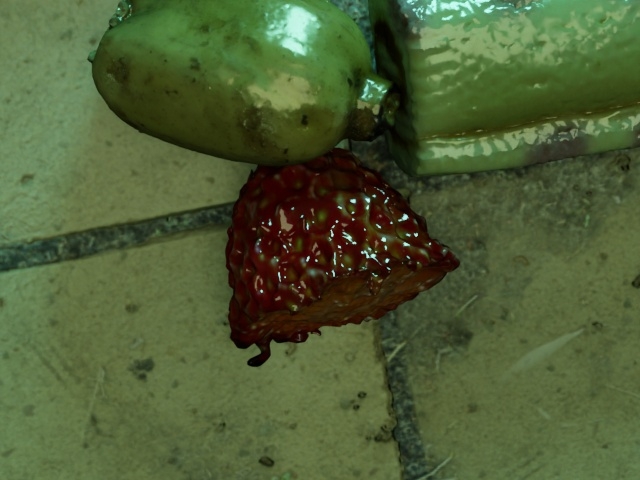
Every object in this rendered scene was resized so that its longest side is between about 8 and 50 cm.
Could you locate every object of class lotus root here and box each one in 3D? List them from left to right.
[{"bbox_3d":[-0.068,-0.149,0.802,0.284,0.146,0.160,18,86,8],"label":"lotus root"}]

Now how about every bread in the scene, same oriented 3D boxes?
[{"bbox_3d":[0.223,-0.170,0.838,0.338,0.155,0.187,-10,114,-4],"label":"bread"}]

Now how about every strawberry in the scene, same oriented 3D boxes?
[{"bbox_3d":[0.000,0.000,0.873,0.234,0.234,0.178,-19,74,0],"label":"strawberry"}]
